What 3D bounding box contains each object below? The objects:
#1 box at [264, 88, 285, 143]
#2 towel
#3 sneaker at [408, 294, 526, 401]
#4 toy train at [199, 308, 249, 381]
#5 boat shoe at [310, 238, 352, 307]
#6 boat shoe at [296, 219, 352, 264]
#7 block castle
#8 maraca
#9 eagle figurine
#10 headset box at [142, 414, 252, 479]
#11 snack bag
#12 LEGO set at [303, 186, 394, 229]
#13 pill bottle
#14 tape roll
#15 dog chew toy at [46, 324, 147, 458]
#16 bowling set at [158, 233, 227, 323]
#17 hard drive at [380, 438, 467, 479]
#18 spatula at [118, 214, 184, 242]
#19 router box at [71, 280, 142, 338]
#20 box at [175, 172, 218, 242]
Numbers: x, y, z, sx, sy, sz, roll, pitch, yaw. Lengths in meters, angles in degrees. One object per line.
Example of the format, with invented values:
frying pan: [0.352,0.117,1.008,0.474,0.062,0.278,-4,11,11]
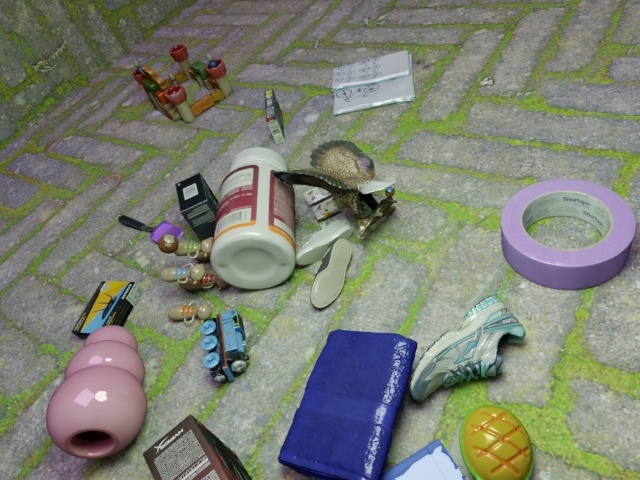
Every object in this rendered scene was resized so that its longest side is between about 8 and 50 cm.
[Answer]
box: [-0.173,-0.468,1.807,0.036,0.114,0.207,-15,46,7]
towel: [0.064,0.332,0.979,0.228,0.076,0.308,-3,49,37]
sneaker: [0.301,0.237,0.977,0.283,0.110,0.122,-40,59,-11]
toy train: [-0.235,0.258,1.183,0.105,0.080,0.184,-17,45,-3]
boat shoe: [0.023,0.091,1.265,0.065,0.075,0.206,-35,26,58]
boat shoe: [0.000,0.000,1.333,0.184,0.066,0.063,-35,55,-12]
block castle: [-0.636,-0.735,2.165,0.303,0.212,0.453,-40,48,-16]
maraca: [0.311,0.381,0.842,0.127,0.099,0.185,-2,55,5]
eagle figurine: [0.049,-0.153,1.300,0.225,0.226,0.298,-43,83,4]
headset box: [-0.163,0.484,0.845,0.110,0.218,0.293,-38,46,-15]
snack bag: [0.195,-0.609,1.851,0.323,0.037,0.342,-7,47,15]
LEGO set: [0.094,-0.123,1.448,0.244,0.060,0.182,-27,57,-2]
pill bottle: [-0.183,-0.076,1.369,0.224,0.224,0.392,-13,45,10]
tape roll: [0.568,-0.020,1.123,0.275,0.090,0.274,-12,46,12]
dog chew toy: [-0.514,0.335,1.142,0.207,0.206,0.331,-22,37,1]
bowling set: [-0.347,0.069,1.324,0.154,0.199,0.286,-4,52,16]
hard drive: [0.131,0.518,0.824,0.319,0.040,0.210,-29,45,-7]
spatula: [-0.591,-0.044,1.633,0.297,0.030,0.084,15,58,31]
router box: [-0.621,0.203,1.403,0.133,0.046,0.178,-2,49,20]
box: [-0.371,-0.099,1.508,0.093,0.158,0.156,-25,45,-1]
